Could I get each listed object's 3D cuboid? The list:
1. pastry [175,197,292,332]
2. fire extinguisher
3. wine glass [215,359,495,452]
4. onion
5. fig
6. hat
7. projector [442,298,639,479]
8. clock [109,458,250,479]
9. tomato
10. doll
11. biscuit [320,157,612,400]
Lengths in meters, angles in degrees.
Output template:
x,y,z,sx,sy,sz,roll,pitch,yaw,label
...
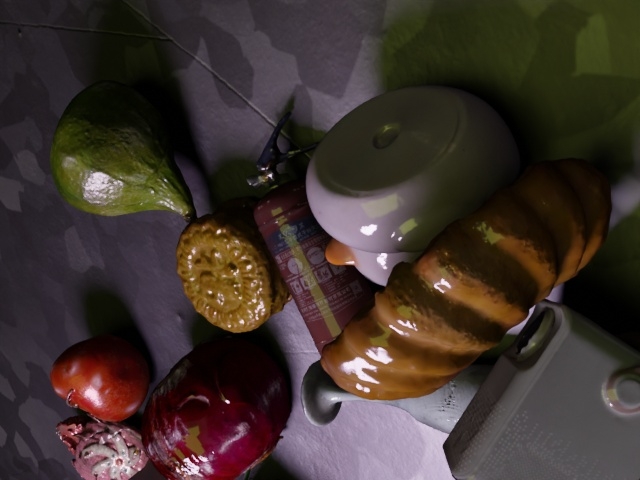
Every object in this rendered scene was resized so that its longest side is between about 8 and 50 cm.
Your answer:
x,y,z,sx,sy,sz,roll,pitch,yaw,label
-0.122,0.035,1.017,0.189,0.103,0.188,15,117,31,pastry
0.000,0.000,0.920,0.138,0.102,0.343,-25,89,12,fire extinguisher
0.075,0.238,0.857,0.310,0.264,0.096,-6,106,38,wine glass
-0.166,0.277,1.099,0.216,0.207,0.206,48,133,2,onion
-0.274,-0.118,1.038,0.235,0.203,0.203,24,127,-7,fig
-0.441,0.456,1.442,0.287,0.107,0.236,28,114,18,hat
0.263,0.181,0.714,0.177,0.163,0.242,34,94,4,projector
-0.291,0.498,1.216,0.166,0.310,0.235,32,125,20,clock
-0.413,0.249,1.293,0.187,0.151,0.187,24,164,7,tomato
0.106,-0.045,0.780,0.251,0.221,0.221,-29,92,13,doll
0.150,0.050,0.677,0.107,0.326,0.325,53,131,14,biscuit
